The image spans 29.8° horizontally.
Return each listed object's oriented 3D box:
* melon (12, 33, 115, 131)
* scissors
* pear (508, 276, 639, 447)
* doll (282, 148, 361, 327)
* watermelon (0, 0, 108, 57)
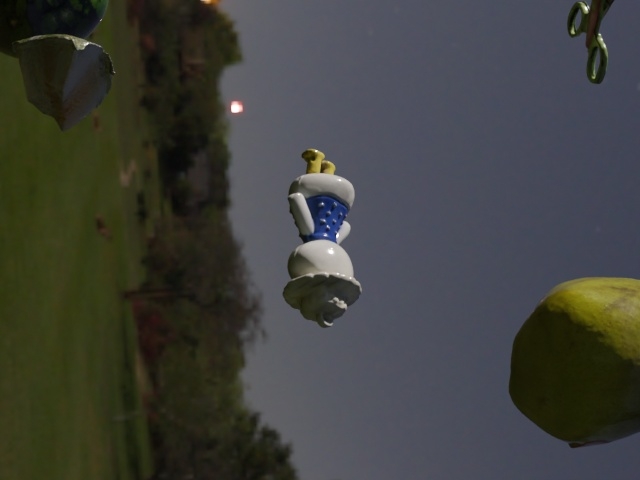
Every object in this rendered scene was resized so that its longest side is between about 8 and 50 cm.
[{"bbox_3d":[-0.357,-0.228,1.615,0.093,0.140,0.202,-59,176,-21],"label":"melon"},{"bbox_3d":[0.369,-0.309,1.592,0.187,0.020,0.133,99,-18,-51],"label":"scissors"},{"bbox_3d":[0.491,0.189,1.971,0.287,0.375,0.287,41,43,-53],"label":"pear"},{"bbox_3d":[0.000,0.000,1.817,0.138,0.119,0.293,34,44,-47],"label":"doll"},{"bbox_3d":[-0.541,-0.483,2.269,0.285,0.285,0.285,176,-90,-80],"label":"watermelon"}]
